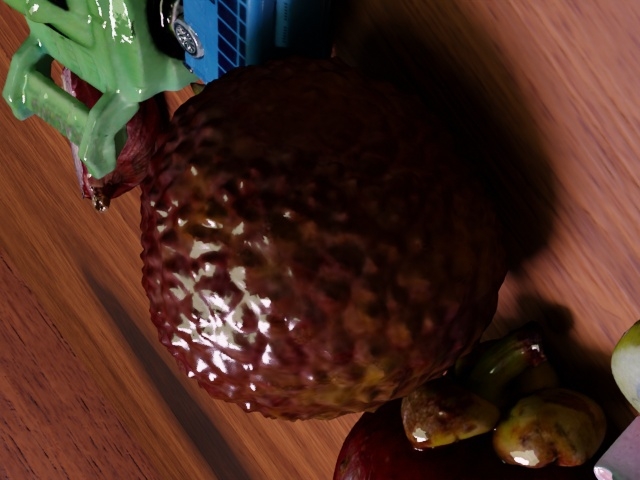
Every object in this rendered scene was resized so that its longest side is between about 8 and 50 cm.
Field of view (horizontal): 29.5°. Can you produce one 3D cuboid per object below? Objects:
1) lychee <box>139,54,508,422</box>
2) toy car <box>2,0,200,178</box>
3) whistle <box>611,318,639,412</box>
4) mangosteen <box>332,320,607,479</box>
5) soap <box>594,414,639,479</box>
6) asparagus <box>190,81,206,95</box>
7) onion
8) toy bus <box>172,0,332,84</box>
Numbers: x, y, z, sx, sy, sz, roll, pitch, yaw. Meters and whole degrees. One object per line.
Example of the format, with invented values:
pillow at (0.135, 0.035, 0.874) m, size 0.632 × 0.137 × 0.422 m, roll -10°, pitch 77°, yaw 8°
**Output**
lychee at (0.000, 0.000, 0.845) m, size 0.260 × 0.260 × 0.260 m, roll 44°, pitch 155°, yaw 26°
toy car at (-0.192, -0.249, 0.969) m, size 0.213 × 0.176 × 0.359 m, roll 37°, pitch 151°, yaw 35°
whistle at (0.264, 0.116, 0.731) m, size 0.198 × 0.057 × 0.104 m, roll 38°, pitch 164°, yaw 21°
mangosteen at (0.124, 0.176, 0.921) m, size 0.215 × 0.215 × 0.257 m, roll 41°, pitch 125°, yaw 31°
soap at (0.255, 0.182, 0.801) m, size 0.149 × 0.056 × 0.100 m, roll 37°, pitch 170°, yaw 36°
asparagus at (0.016, -0.007, 1.014) m, size 0.343 × 0.085 × 0.082 m, roll 53°, pitch 152°, yaw -6°
onion at (-0.218, -0.111, 1.308) m, size 0.206 × 0.098 × 0.151 m, roll 116°, pitch 140°, yaw -67°
toy bus at (-0.045, -0.178, 0.886) m, size 0.106 × 0.090 × 0.185 m, roll 47°, pitch 158°, yaw 19°
